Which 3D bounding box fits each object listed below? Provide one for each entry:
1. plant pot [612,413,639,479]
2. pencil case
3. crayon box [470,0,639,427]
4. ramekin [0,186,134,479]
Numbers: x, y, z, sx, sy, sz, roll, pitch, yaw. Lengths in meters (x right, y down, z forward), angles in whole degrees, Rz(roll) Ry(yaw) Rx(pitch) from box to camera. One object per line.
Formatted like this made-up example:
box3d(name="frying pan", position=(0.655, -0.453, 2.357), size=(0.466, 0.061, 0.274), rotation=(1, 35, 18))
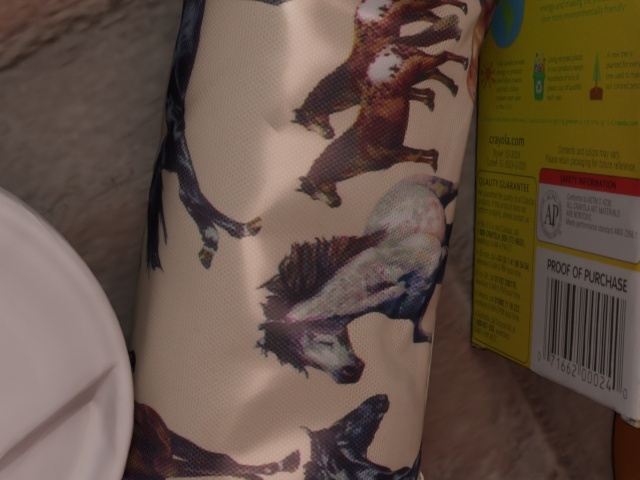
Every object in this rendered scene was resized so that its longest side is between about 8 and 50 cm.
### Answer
box3d(name="plant pot", position=(0.356, 0.139, 0.711), size=(0.291, 0.203, 0.290), rotation=(-2, 96, -15))
box3d(name="pencil case", position=(0.000, 0.000, 0.609), size=(0.184, 0.160, 0.410), rotation=(6, 98, -20))
box3d(name="crayon box", position=(0.159, -0.081, 0.630), size=(0.081, 0.202, 0.318), rotation=(-2, 97, -16))
box3d(name="ramekin", position=(-0.234, 0.073, 0.546), size=(0.273, 0.127, 0.272), rotation=(-11, 114, -25))
